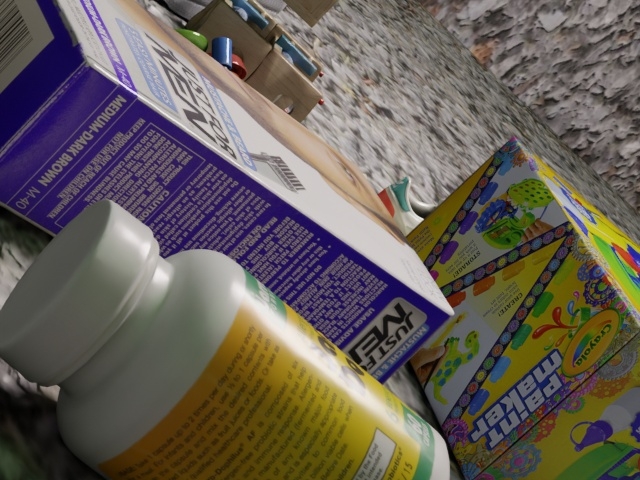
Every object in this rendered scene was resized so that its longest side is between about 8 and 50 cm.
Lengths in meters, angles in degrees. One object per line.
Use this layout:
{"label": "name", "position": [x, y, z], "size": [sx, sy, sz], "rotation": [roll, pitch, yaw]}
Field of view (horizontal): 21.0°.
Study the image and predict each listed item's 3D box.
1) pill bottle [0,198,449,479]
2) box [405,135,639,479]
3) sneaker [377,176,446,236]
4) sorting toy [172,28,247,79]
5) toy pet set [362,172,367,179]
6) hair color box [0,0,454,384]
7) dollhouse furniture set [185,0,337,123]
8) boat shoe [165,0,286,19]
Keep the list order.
{"label": "pill bottle", "position": [-0.048, 0.078, 0.813], "size": [0.208, 0.117, 0.117], "rotation": [41, 14, -19]}
{"label": "box", "position": [0.227, 0.117, 1.401], "size": [0.290, 0.177, 0.279], "rotation": [37, 17, -33]}
{"label": "sneaker", "position": [0.108, 0.007, 1.574], "size": [0.161, 0.075, 0.057], "rotation": [41, 14, -18]}
{"label": "sorting toy", "position": [-0.100, -0.144, 1.467], "size": [0.102, 0.061, 0.042], "rotation": [21, 62, -46]}
{"label": "toy pet set", "position": [0.000, 0.000, 1.360], "size": [0.122, 0.065, 0.114], "rotation": [12, 71, -62]}
{"label": "hair color box", "position": [-0.082, -0.042, 1.093], "size": [0.339, 0.110, 0.185], "rotation": [36, 16, -41]}
{"label": "dollhouse furniture set", "position": [-0.020, -0.205, 1.576], "size": [0.129, 0.183, 0.129], "rotation": [43, 14, -12]}
{"label": "boat shoe", "position": [-0.154, -0.312, 1.617], "size": [0.335, 0.121, 0.119], "rotation": [28, 26, -46]}
